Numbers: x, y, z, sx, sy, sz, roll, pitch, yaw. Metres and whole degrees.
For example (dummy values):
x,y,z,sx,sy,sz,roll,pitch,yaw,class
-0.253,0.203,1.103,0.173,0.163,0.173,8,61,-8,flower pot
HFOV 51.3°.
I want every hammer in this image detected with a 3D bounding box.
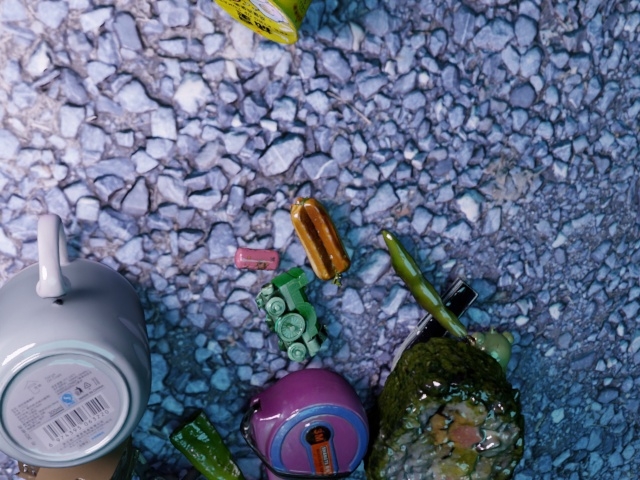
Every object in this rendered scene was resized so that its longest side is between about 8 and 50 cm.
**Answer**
x,y,z,sx,sy,sz,roll,pitch,yaw,class
-0.116,0.035,1.216,0.083,0.043,0.043,4,107,-22,hammer

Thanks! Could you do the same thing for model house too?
x,y,z,sx,sy,sz,roll,pitch,yaw,class
-0.436,0.438,1.177,0.181,0.176,0.248,17,134,4,model house

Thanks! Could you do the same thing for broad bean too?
x,y,z,sx,sy,sz,roll,pitch,yaw,class
0.203,0.098,1.317,0.043,0.060,0.297,-43,100,-24,broad bean

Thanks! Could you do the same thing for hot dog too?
x,y,z,sx,sy,sz,roll,pitch,yaw,class
0.000,0.000,1.236,0.072,0.055,0.188,-27,115,-6,hot dog

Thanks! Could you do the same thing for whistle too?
x,y,z,sx,sy,sz,roll,pitch,yaw,class
0.358,0.290,1.447,0.105,0.085,0.227,2,106,-20,whistle

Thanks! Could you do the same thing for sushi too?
x,y,z,sx,sy,sz,roll,pitch,yaw,class
0.253,0.387,1.341,0.294,0.178,0.352,17,114,-11,sushi

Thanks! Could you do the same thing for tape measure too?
x,y,z,sx,sy,sz,roll,pitch,yaw,class
-0.030,0.372,1.310,0.245,0.149,0.231,-13,115,-7,tape measure

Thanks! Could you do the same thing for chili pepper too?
x,y,z,sx,sy,sz,roll,pitch,yaw,class
-0.147,0.482,1.267,0.085,0.076,0.359,-40,87,-29,chili pepper

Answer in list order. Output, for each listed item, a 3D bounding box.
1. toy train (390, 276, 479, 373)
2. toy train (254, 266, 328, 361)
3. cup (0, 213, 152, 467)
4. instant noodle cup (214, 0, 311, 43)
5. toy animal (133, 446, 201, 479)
x,y,z,sx,sy,sz,roll,pitch,yaw,class
0.224,0.186,1.386,0.055,0.048,0.252,36,99,-22,toy train
-0.050,0.145,1.263,0.104,0.071,0.178,-32,115,-19,toy train
-0.395,0.142,1.023,0.259,0.274,0.356,-6,111,-18,cup
-0.075,-0.411,1.009,0.182,0.182,0.144,33,86,-26,instant noodle cup
-0.278,0.479,1.266,0.269,0.137,0.082,39,97,14,toy animal
